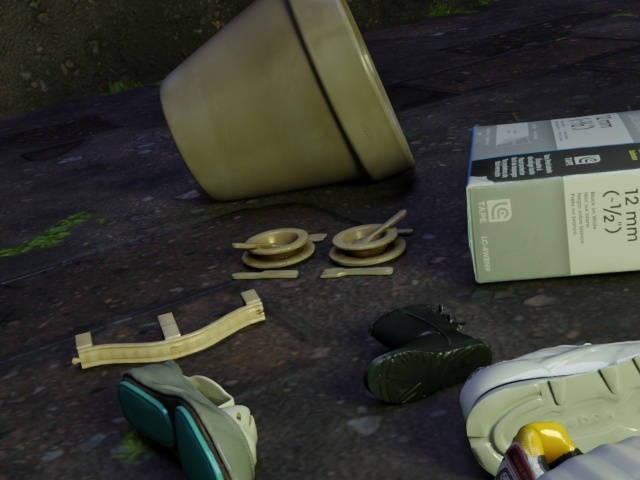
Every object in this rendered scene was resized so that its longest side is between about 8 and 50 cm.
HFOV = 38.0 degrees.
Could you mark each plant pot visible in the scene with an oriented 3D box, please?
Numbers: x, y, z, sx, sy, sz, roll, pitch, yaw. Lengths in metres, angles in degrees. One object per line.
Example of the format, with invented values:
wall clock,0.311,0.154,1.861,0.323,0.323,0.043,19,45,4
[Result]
plant pot,-0.056,-0.192,1.294,0.280,0.323,0.323,-24,18,8

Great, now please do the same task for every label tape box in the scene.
label tape box,0.331,-0.060,0.966,0.348,0.115,0.249,-7,18,13

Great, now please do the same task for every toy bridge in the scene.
toy bridge,-0.144,0.091,0.891,0.188,0.026,0.063,-14,22,-13

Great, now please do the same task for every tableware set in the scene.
tableware set,0.000,0.000,1.058,0.194,0.039,0.128,-3,21,18

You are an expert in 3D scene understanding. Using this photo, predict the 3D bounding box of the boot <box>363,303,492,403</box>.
boot,0.072,0.089,0.774,0.121,0.045,0.099,-10,21,-23

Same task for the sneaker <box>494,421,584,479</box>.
sneaker,0.180,0.150,0.456,0.225,0.092,0.088,10,6,39

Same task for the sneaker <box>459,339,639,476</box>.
sneaker,0.213,0.099,0.634,0.235,0.090,0.095,-5,11,7

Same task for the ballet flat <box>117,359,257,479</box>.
ballet flat,-0.085,0.135,0.681,0.068,0.072,0.213,-15,20,-28

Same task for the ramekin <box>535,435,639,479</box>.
ramekin,0.133,0.165,0.317,0.207,0.207,0.109,-12,12,-7
